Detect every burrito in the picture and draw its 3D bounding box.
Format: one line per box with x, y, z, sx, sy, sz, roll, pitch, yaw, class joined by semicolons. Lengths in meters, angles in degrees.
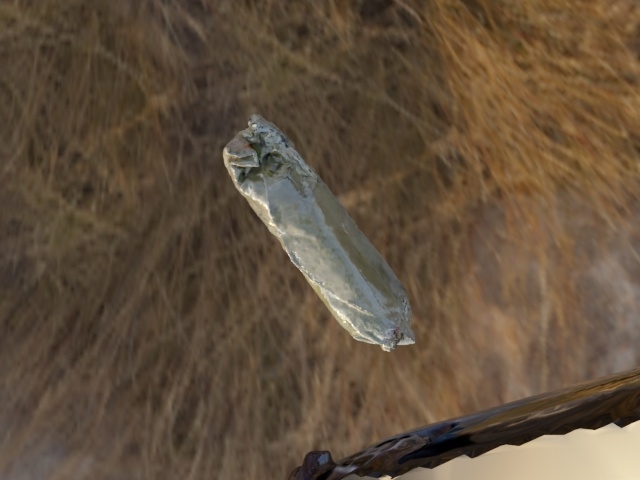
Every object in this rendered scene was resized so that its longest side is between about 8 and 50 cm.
0.001;0.000;1.263;0.058;0.045;0.188;-41;97;-25;burrito

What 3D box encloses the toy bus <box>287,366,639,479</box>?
0.163;0.124;0.856;0.162;0.386;0.171;-26;92;-40;toy bus
